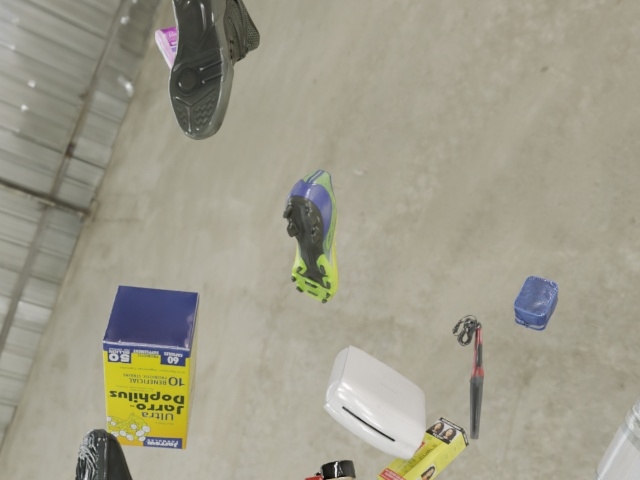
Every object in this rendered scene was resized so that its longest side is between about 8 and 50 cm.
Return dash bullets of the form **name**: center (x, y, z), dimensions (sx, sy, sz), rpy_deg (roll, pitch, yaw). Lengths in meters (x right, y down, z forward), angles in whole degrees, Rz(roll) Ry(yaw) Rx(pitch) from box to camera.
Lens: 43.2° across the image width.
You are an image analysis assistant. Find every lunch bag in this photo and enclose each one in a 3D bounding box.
- **lunch bag**: center (0.415, 0.127, 1.557), dimensions (0.067, 0.065, 0.098), rpy_deg (20, 62, 30)

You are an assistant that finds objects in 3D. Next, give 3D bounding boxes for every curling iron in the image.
- **curling iron**: center (0.335, 0.303, 1.800), dimensions (0.035, 0.068, 0.274), rpy_deg (54, -147, -75)

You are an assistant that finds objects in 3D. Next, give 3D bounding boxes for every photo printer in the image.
- **photo printer**: center (0.134, 0.392, 1.955), dimensions (0.107, 0.256, 0.307), rpy_deg (-57, 0, 13)

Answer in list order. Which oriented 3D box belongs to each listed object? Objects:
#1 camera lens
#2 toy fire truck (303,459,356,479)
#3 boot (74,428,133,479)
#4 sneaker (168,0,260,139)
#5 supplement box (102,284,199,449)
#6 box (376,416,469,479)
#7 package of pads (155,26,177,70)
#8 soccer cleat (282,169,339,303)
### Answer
- **camera lens**: center (0.752, 0.487, 1.783), dimensions (0.274, 0.219, 0.219), rpy_deg (-69, 28, 19)
- **toy fire truck**: center (-0.064, 0.467, 1.307), dimensions (0.217, 0.246, 0.158), rpy_deg (108, 155, -62)
- **boot**: center (-0.238, 0.384, 1.152), dimensions (0.094, 0.207, 0.246), rpy_deg (-6, 83, 56)
- **sneaker**: center (-0.126, -0.225, 1.009), dimensions (0.087, 0.130, 0.227), rpy_deg (-11, 73, 23)
- **supplement box**: center (-0.399, 0.307, 1.921), dimensions (0.195, 0.194, 0.356), rpy_deg (-90, 7, -51)
- **box**: center (0.248, 0.529, 1.948), dimensions (0.232, 0.058, 0.087), rpy_deg (-35, 32, -24)
- **package of pads**: center (-0.228, -0.306, 1.299), dimensions (0.083, 0.050, 0.032), rpy_deg (60, 156, 28)
- **soccer cleat**: center (0.001, 0.000, 1.423), dimensions (0.121, 0.093, 0.289), rpy_deg (-58, -25, -34)
